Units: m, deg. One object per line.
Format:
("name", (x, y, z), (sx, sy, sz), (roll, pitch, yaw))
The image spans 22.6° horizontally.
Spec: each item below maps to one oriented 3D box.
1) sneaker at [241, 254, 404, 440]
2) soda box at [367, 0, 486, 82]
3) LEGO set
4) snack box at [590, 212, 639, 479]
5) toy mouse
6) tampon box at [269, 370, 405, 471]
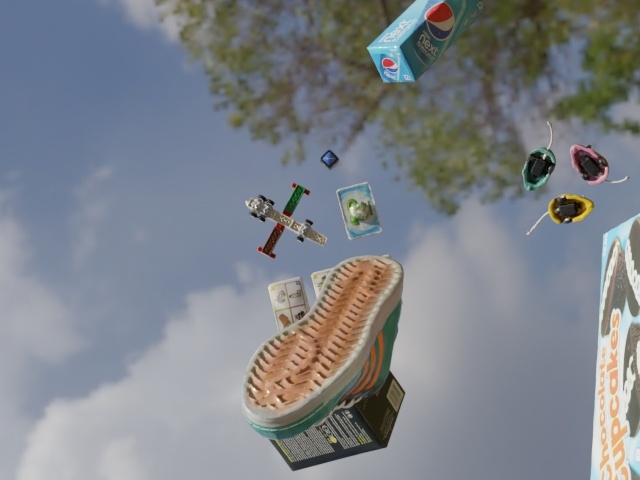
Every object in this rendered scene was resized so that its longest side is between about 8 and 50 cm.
("sneaker", (0.014, 0.136, 1.668), (0.302, 0.108, 0.121), (-47, -40, -51))
("soda box", (0.168, -0.332, 2.501), (0.210, 0.071, 0.067), (-47, -57, -32))
("LEGO set", (0.000, 0.000, 2.286), (0.060, 0.182, 0.244), (75, 180, -83))
("snack box", (0.303, 0.135, 1.449), (0.187, 0.060, 0.321), (129, 147, -76))
("toy mouse", (0.330, -0.096, 2.146), (0.031, 0.161, 0.143), (-41, -68, -60))
("tampon box", (0.015, 0.233, 2.230), (0.101, 0.161, 0.120), (56, -146, -24))
